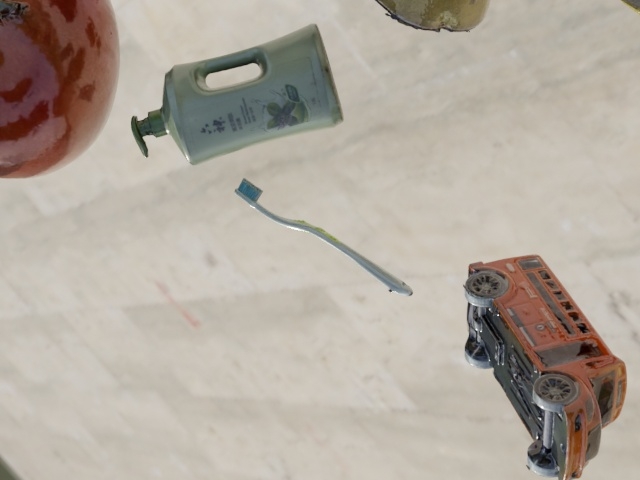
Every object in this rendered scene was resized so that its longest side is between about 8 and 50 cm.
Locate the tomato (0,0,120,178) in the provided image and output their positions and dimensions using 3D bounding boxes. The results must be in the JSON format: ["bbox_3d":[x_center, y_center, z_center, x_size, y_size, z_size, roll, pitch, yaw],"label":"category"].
[{"bbox_3d":[-0.391,-0.227,1.689,0.321,0.321,0.321,37,154,22],"label":"tomato"}]

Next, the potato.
[{"bbox_3d":[0.139,-0.355,1.625,0.202,0.182,0.117,46,137,2],"label":"potato"}]

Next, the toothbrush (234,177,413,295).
[{"bbox_3d":[0.000,0.000,1.564,0.263,0.026,0.022,34,-167,25],"label":"toothbrush"}]

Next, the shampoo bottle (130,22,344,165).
[{"bbox_3d":[-0.099,-0.155,1.511,0.087,0.234,0.118,-44,-62,-87],"label":"shampoo bottle"}]

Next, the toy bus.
[{"bbox_3d":[0.303,0.164,1.810,0.329,0.153,0.143,-117,19,-51],"label":"toy bus"}]

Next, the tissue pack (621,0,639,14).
[{"bbox_3d":[0.506,-0.338,1.908,0.120,0.082,0.169,39,-160,33],"label":"tissue pack"}]
